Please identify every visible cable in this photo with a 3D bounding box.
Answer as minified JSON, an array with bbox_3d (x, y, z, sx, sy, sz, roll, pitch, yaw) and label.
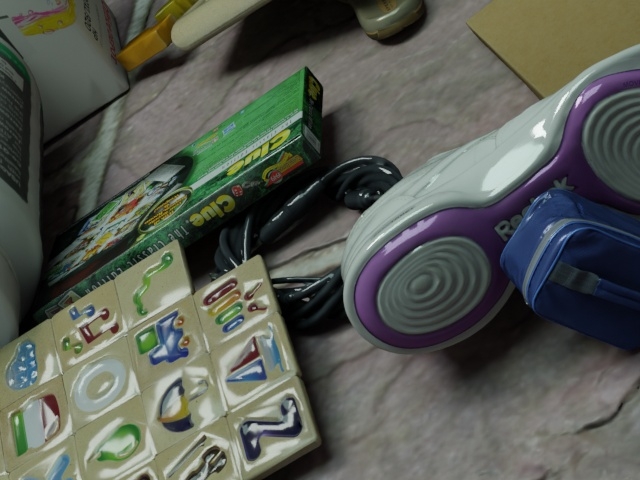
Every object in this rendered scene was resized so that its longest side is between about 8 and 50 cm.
[{"bbox_3d":[0.000,0.000,1.285,0.184,0.047,0.150,-12,36,41],"label":"cable"}]

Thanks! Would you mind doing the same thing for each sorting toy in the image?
[{"bbox_3d":[-0.043,-0.248,1.601,0.307,0.041,0.229,-26,22,42],"label":"sorting toy"}]

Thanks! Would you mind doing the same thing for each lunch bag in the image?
[{"bbox_3d":[0.163,0.021,1.052,0.067,0.098,0.065,-62,24,19],"label":"lunch bag"}]

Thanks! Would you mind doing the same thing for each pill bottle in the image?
[{"bbox_3d":[-0.329,-0.024,1.470,0.204,0.204,0.361,-31,31,11],"label":"pill bottle"}]

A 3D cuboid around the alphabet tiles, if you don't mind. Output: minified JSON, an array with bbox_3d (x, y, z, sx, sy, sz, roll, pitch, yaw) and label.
[{"bbox_3d":[-0.162,0.155,1.223,0.342,0.011,0.285,-31,45,12],"label":"alphabet tiles"}]

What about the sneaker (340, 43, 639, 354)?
[{"bbox_3d":[0.140,-0.049,1.139,0.305,0.114,0.152,-29,18,2],"label":"sneaker"}]

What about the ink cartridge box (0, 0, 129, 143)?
[{"bbox_3d":[-0.314,-0.217,1.671,0.168,0.233,0.171,-30,33,8],"label":"ink cartridge box"}]

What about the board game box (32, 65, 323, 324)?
[{"bbox_3d":[-0.109,-0.032,1.400,0.259,0.030,0.136,-32,21,17],"label":"board game box"}]

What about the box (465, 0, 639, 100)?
[{"bbox_3d":[0.209,-0.166,1.300,0.164,0.021,0.201,-37,33,2],"label":"box"}]

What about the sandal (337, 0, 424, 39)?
[{"bbox_3d":[0.038,-0.225,1.508,0.072,0.049,0.180,-34,31,6],"label":"sandal"}]
